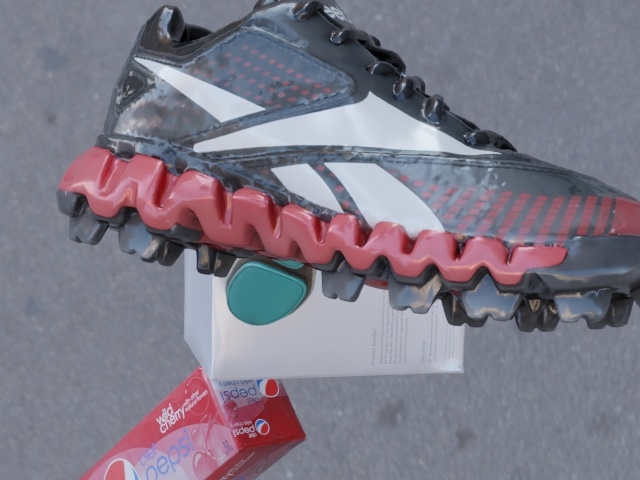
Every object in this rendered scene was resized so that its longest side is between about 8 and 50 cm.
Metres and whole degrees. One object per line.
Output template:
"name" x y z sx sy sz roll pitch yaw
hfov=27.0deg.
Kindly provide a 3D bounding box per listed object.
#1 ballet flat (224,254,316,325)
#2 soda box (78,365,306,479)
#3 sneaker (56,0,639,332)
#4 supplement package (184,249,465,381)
"ballet flat" -0.020 0.002 0.878 0.057 0.168 0.052 27 56 -5
"soda box" -0.130 0.209 1.240 0.263 0.083 0.092 -45 61 39
"sneaker" 0.018 -0.039 0.565 0.276 0.097 0.135 12 85 25
"supplement package" 0.000 0.000 1.063 0.203 0.149 0.194 -1 99 -14
